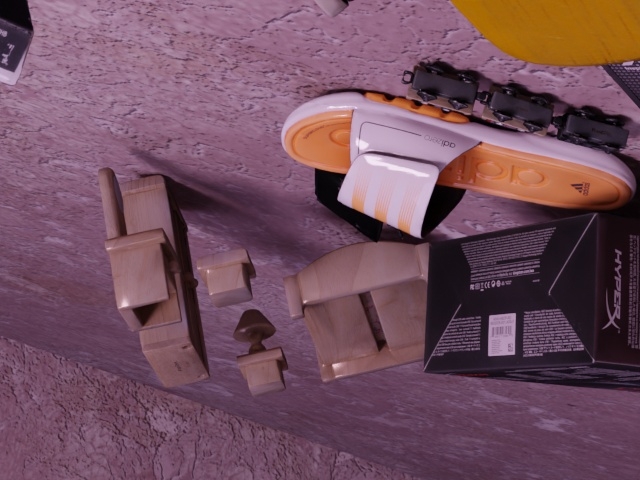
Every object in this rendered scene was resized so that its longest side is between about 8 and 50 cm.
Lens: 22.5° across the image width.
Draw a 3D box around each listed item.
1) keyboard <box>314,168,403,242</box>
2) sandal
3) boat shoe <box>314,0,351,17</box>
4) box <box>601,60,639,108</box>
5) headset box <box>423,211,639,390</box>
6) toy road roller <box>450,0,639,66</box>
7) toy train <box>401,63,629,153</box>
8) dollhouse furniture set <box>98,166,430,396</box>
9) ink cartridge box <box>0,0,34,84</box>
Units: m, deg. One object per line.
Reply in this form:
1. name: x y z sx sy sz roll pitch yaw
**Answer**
1. keyboard: 0.043 -0.047 1.342 0.100 0.038 0.192 37 168 8
2. sandal: 0.093 -0.042 1.173 0.265 0.076 0.102 10 154 11
3. boat shoe: -0.016 -0.194 0.821 0.065 0.075 0.206 -33 145 8
4. box: 0.306 -0.084 0.860 0.270 0.060 0.216 4 162 35
5. headset box: 0.260 0.060 1.252 0.293 0.110 0.218 8 171 -28
6. toy road roller: 0.097 -0.202 0.381 0.240 0.203 0.329 -5 157 26
7. toy train: 0.130 -0.089 1.089 0.158 0.027 0.036 16 176 -4
8. dollhouse furniture set: 0.000 0.000 1.508 0.355 0.174 0.303 -13 156 2
9. ink cartridge box: -0.287 -0.187 1.014 0.206 0.045 0.208 21 -162 -25
